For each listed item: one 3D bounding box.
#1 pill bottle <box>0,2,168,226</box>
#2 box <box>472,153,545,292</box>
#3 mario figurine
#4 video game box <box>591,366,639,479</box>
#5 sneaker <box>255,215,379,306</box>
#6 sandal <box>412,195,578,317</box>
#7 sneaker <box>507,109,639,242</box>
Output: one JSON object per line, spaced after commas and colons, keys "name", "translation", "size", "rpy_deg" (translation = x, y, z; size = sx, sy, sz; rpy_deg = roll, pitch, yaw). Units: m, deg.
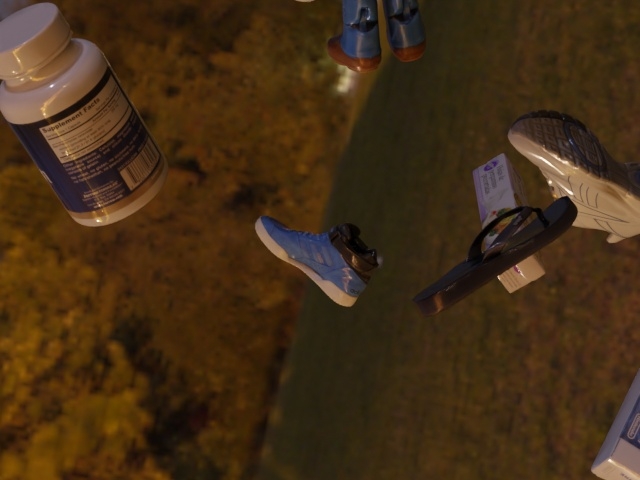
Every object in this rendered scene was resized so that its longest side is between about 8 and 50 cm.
{"name": "pill bottle", "translation": [-0.200, -0.102, 1.113], "size": [0.094, 0.094, 0.169], "rpy_deg": [-86, -26, -52]}
{"name": "box", "translation": [0.287, -0.032, 2.134], "size": [0.063, 0.067, 0.324], "rpy_deg": [-31, 22, 17]}
{"name": "mario figurine", "translation": [0.061, -0.386, 1.729], "size": [0.198, 0.170, 0.320], "rpy_deg": [-42, -40, -43]}
{"name": "video game box", "translation": [0.377, 0.182, 1.298], "size": [0.205, 0.187, 0.048], "rpy_deg": [-56, 0, -31]}
{"name": "sneaker", "translation": [0.000, 0.000, 1.628], "size": [0.084, 0.152, 0.058], "rpy_deg": [-54, -12, 20]}
{"name": "sandal", "translation": [0.219, 0.008, 1.722], "size": [0.054, 0.254, 0.097], "rpy_deg": [59, 159, -5]}
{"name": "sneaker", "translation": [0.374, -0.078, 1.983], "size": [0.129, 0.297, 0.111], "rpy_deg": [-40, 31, 35]}
